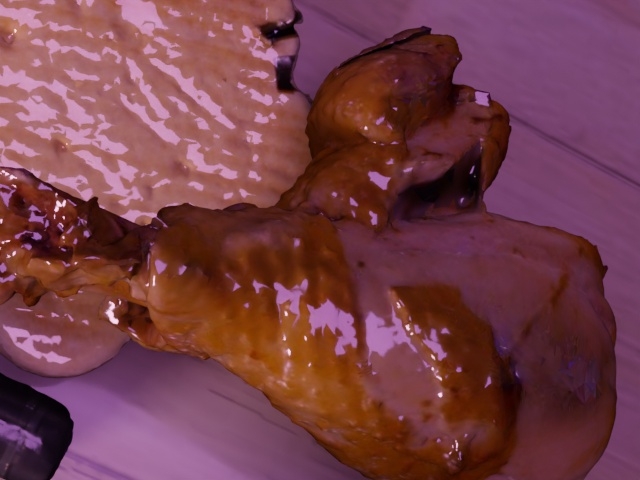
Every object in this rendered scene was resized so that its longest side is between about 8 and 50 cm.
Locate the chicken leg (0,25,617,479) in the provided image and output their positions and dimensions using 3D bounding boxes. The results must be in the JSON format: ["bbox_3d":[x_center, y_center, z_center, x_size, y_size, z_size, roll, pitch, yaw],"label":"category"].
[{"bbox_3d":[0.000,0.000,0.838,0.409,0.182,0.295,14,75,-27],"label":"chicken leg"}]

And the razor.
[{"bbox_3d":[-0.209,0.084,0.822,0.148,0.090,0.054,34,82,-11],"label":"razor"}]

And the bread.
[{"bbox_3d":[-0.139,-0.070,0.891,0.316,0.054,0.316,3,81,-20],"label":"bread"}]
